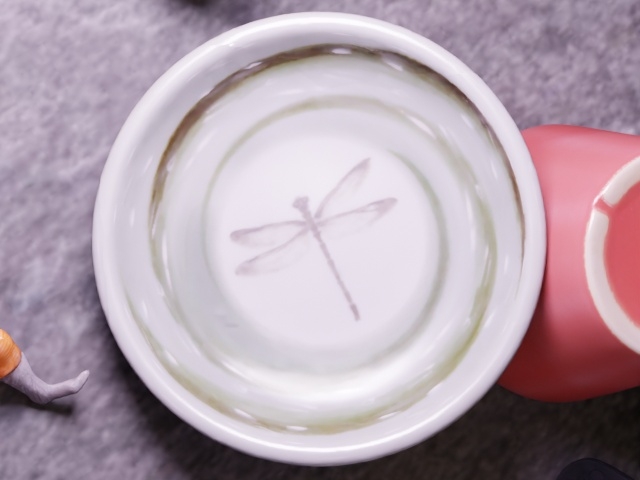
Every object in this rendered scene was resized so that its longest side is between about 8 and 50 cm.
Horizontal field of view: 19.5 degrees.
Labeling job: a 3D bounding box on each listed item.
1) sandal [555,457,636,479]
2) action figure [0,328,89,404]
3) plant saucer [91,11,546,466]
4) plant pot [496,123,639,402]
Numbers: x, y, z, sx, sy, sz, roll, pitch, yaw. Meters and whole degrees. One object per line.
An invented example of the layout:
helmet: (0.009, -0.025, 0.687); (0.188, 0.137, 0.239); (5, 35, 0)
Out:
sandal: (0.338, 0.287, 1.772); (0.254, 0.054, 0.097); (18, 94, 18)
action figure: (-0.389, 0.136, 1.529); (0.330, 0.178, 0.341); (33, 53, -11)
plant saucer: (0.000, 0.000, 1.673); (0.400, 0.100, 0.400); (0, 86, 2)
plant pot: (0.274, 0.018, 1.732); (0.275, 0.243, 0.275); (1, 87, -19)
